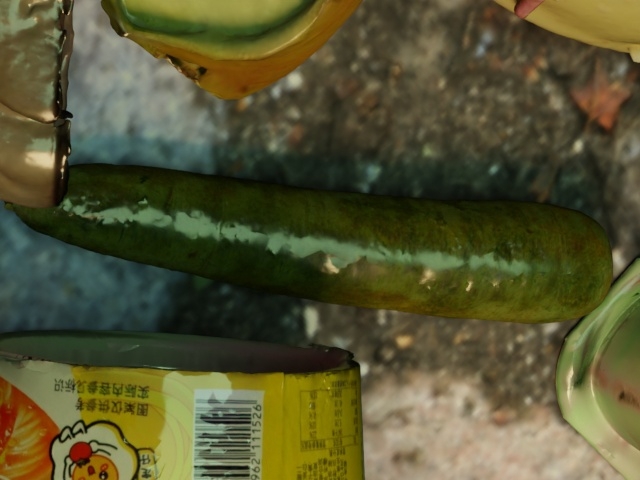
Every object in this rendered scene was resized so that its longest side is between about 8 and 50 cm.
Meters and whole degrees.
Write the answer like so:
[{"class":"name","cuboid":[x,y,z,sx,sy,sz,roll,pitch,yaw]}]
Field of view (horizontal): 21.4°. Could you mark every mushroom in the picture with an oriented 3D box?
[{"class":"mushroom","cuboid":[-0.168,-0.110,0.849,0.117,0.141,0.188,1,97,3]}]

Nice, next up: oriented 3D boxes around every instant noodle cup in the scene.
[{"class":"instant noodle cup","cuboid":[-0.089,0.153,0.874,0.264,0.264,0.200,2,92,-19]}]

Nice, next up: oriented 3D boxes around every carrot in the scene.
[{"class":"carrot","cuboid":[0.000,0.000,0.960,0.359,0.074,0.074,6,99,-19]}]

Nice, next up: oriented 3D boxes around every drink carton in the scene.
[{"class":"drink carton","cuboid":[0.245,0.094,1.024,0.146,0.142,0.144,-47,110,-3]}]

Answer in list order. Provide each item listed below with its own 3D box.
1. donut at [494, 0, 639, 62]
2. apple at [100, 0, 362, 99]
[{"class":"donut","cuboid":[0.199,-0.254,0.932,0.371,0.150,0.307,14,96,-21]},{"class":"apple","cuboid":[-0.079,-0.238,0.774,0.179,0.254,0.346,-33,99,-25]}]
